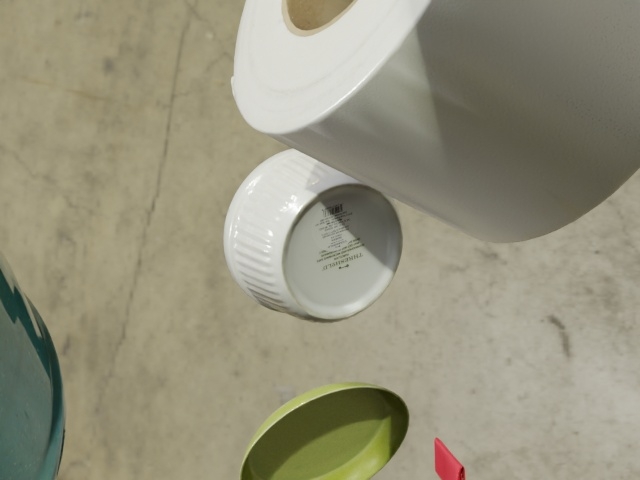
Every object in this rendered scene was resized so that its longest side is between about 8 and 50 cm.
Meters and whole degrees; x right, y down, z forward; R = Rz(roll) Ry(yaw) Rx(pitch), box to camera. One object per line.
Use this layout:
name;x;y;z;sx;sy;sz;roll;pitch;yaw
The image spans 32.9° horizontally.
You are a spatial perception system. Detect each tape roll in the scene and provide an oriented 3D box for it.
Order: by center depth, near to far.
tape roll;0.082;-0.140;0.635;0.246;0.169;0.246;-39;38;39

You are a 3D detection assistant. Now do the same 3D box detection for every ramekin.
ramekin;0.000;0.000;1.279;0.109;0.207;0.207;28;108;57

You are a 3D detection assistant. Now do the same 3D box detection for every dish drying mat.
dish drying mat;0.106;0.188;0.891;0.083;0.008;0.032;-142;49;-82

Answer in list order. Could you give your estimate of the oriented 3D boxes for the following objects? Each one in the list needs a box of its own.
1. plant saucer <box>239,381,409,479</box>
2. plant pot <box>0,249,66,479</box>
plant saucer;0.001;0.263;1.417;0.241;0.240;0.037;-59;42;27
plant pot;-0.242;0.001;0.343;0.272;0.271;0.255;48;153;39
